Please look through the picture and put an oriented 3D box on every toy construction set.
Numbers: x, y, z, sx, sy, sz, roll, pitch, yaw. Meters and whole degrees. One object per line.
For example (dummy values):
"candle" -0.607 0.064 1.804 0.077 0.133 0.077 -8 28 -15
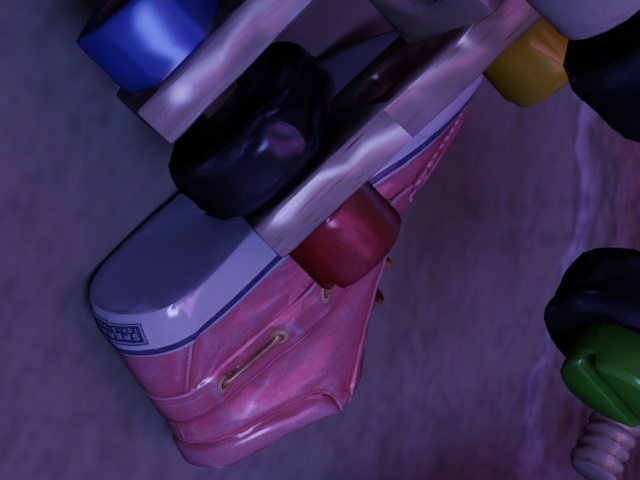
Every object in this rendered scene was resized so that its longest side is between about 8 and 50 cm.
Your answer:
"toy construction set" 0.042 -0.127 0.457 0.237 0.309 0.257 -58 178 -21

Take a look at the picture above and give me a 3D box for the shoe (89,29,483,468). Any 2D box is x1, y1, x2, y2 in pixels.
"shoe" 0.000 0.000 0.592 0.178 0.063 0.081 -43 130 -25
